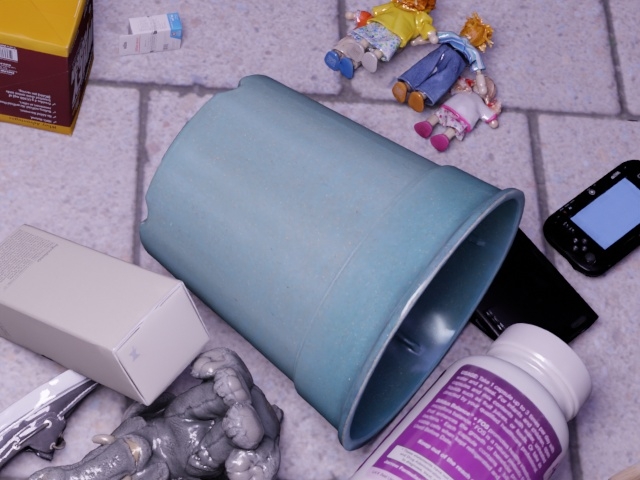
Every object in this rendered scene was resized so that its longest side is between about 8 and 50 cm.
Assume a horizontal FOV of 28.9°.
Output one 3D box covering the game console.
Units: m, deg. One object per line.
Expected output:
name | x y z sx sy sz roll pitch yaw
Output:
game console | 0.317 -0.002 1.609 0.361 0.044 0.213 -34 74 -24

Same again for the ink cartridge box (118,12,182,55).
ink cartridge box | -0.228 -0.273 1.644 0.083 0.048 0.028 -10 65 -16

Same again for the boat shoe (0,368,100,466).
boat shoe | -0.322 0.214 1.366 0.228 0.080 0.076 -34 91 -27

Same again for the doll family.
doll family | 0.145 -0.255 1.664 0.263 0.118 0.163 40 63 11

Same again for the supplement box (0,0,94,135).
supplement box | -0.384 -0.249 1.520 0.191 0.194 0.129 11 62 -4

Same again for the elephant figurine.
elephant figurine | -0.172 0.228 1.348 0.239 0.186 0.169 -26 31 5

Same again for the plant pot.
plant pot | 0.000 0.000 1.408 0.334 0.341 0.341 35 62 17

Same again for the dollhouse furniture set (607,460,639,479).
dollhouse furniture set | 0.383 0.425 1.344 0.394 0.256 0.362 -1 62 -35

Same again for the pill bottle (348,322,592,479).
pill bottle | 0.171 0.236 1.388 0.169 0.169 0.301 40 64 11

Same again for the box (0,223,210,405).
box | -0.260 0.075 1.358 0.275 0.094 0.113 19 54 39
